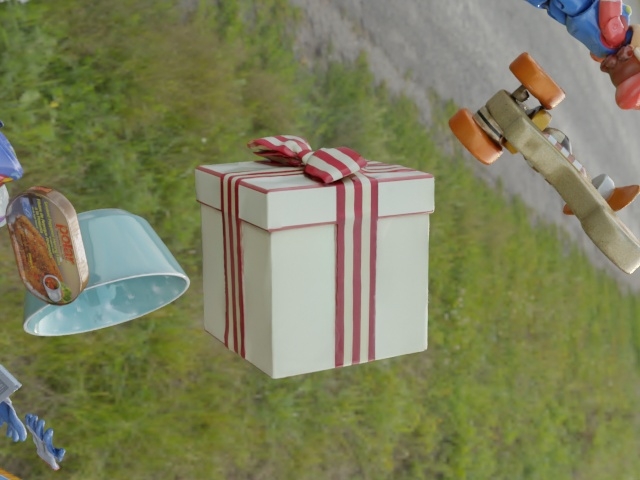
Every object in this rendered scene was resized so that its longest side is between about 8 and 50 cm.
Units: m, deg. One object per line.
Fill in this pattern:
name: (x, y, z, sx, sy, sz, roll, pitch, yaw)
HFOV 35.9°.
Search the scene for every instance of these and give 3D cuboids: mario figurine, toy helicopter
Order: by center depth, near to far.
toy helicopter: (0.322, -0.069, 1.259, 0.235, 0.140, 0.355, 37, 20, -33)
mario figurine: (0.457, -0.337, 1.509, 0.320, 0.170, 0.198, 44, 32, 4)

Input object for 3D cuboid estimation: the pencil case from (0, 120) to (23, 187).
pencil case: (-0.566, -0.077, 1.356, 0.133, 0.306, 0.119, 61, -13, -12)

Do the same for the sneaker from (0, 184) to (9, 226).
sneaker: (-0.607, -0.040, 1.580, 0.305, 0.152, 0.114, -68, 145, -67)

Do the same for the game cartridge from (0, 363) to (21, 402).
game cartridge: (-0.518, 0.231, 1.563, 0.056, 0.083, 0.017, 47, 26, -14)

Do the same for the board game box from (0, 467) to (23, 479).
board game box: (-0.514, 0.400, 1.056, 0.357, 0.356, 0.356, -61, -174, -8)

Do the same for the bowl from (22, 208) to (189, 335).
bowl: (-0.412, 0.049, 1.829, 0.311, 0.311, 0.163, 17, 53, -66)

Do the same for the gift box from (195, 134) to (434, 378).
gift box: (0.000, 0.000, 1.252, 0.276, 0.255, 0.258, -10, 106, -32)

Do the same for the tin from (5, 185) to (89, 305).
tin: (-0.402, 0.008, 1.464, 0.040, 0.106, 0.190, -52, 143, -55)

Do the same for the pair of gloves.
pair of gloves: (-0.506, 0.320, 1.681, 0.023, 0.198, 0.159, -42, 157, -32)
